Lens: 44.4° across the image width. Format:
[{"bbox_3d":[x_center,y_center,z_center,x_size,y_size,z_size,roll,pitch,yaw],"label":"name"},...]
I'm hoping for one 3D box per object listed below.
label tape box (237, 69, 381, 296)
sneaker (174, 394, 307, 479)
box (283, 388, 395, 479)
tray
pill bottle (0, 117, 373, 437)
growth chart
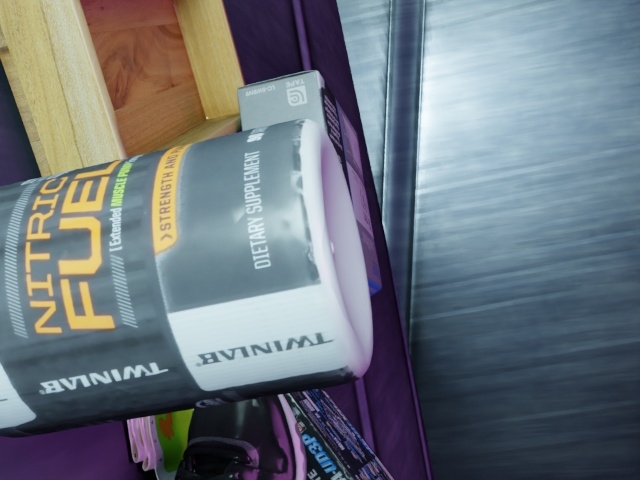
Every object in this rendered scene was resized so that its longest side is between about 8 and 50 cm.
[{"bbox_3d":[0.000,0.000,0.948,0.240,0.106,0.333,35,46,-74],"label":"label tape box"},{"bbox_3d":[-0.082,0.235,0.625,0.124,0.107,0.283,36,51,-64],"label":"sneaker"},{"bbox_3d":[0.002,0.242,0.956,0.220,0.051,0.175,51,5,15],"label":"box"},{"bbox_3d":[-0.165,-0.175,0.747,0.411,0.076,0.202,-64,142,-70],"label":"tray"},{"bbox_3d":[-0.105,0.027,0.397,0.130,0.246,0.130,-12,90,-80],"label":"pill bottle"},{"bbox_3d":[-0.141,0.115,0.708,0.172,0.021,0.237,-12,92,-78],"label":"growth chart"}]
